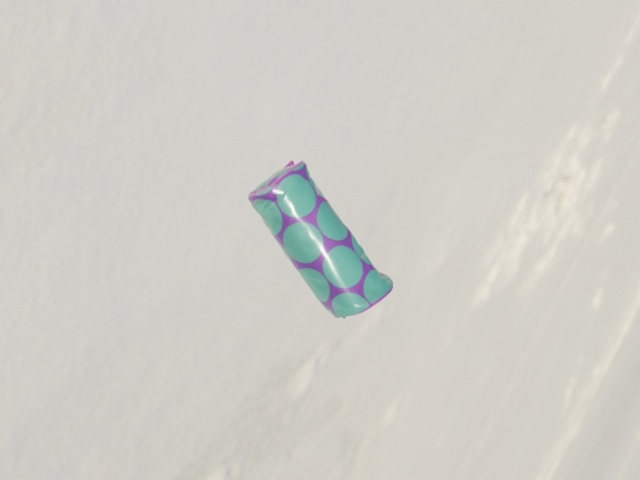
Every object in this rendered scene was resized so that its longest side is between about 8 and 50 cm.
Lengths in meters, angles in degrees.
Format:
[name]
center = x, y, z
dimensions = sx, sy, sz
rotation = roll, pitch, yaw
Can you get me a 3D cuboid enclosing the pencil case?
[pencil case]
center = 0.000, 0.000, 1.020
dimensions = 0.064, 0.152, 0.070
rotation = -32, -173, 36
